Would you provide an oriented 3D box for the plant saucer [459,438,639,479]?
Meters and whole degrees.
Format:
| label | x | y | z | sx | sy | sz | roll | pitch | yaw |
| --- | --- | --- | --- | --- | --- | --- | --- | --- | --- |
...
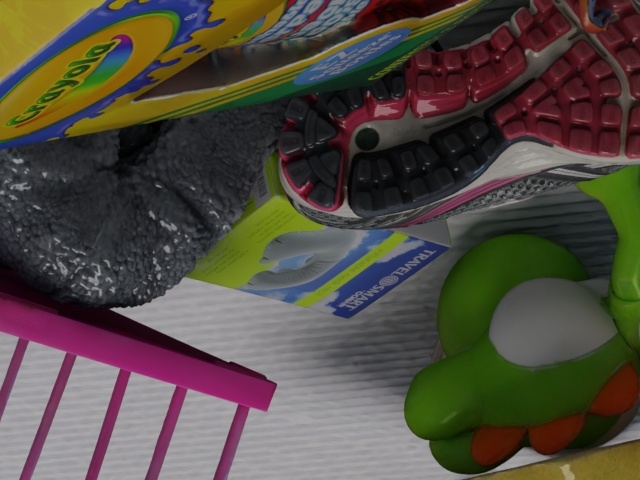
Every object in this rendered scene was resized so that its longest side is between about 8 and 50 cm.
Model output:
| label | x | y | z | sx | sy | sz | roll | pitch | yaw |
| --- | --- | --- | --- | --- | --- | --- | --- | --- | --- |
| plant saucer | 0.178 | 0.186 | 1.352 | 0.333 | 0.081 | 0.333 | -6 | 169 | -39 |

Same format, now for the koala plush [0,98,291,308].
| label | x | y | z | sx | sy | sz | roll | pitch | yaw |
| --- | --- | --- | --- | --- | --- | --- | --- | --- | --- |
| koala plush | -0.160 | -0.040 | 1.202 | 0.196 | 0.203 | 0.221 | 30 | 154 | -23 |

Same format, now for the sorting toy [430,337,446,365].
| label | x | y | z | sx | sy | sz | roll | pitch | yaw |
| --- | --- | --- | --- | --- | --- | --- | --- | --- | --- |
| sorting toy | 0.123 | 0.092 | 1.453 | 0.075 | 0.045 | 0.083 | 2 | 141 | -11 |

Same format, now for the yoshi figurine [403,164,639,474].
| label | x | y | z | sx | sy | sz | roll | pitch | yaw |
| --- | --- | --- | --- | --- | --- | --- | --- | --- | --- |
| yoshi figurine | 0.212 | 0.017 | 1.294 | 0.362 | 0.203 | 0.203 | -28 | 174 | 13 |

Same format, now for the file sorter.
| label | x | y | z | sx | sy | sz | roll | pitch | yaw |
| --- | --- | --- | --- | --- | --- | --- | --- | --- | --- |
| file sorter | -0.211 | 0.112 | 1.218 | 0.202 | 0.182 | 0.291 | 20 | 179 | -37 |

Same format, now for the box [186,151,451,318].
| label | x | y | z | sx | sy | sz | roll | pitch | yaw |
| --- | --- | --- | --- | --- | --- | --- | --- | --- | --- |
| box | 0.000 | 0.000 | 1.305 | 0.178 | 0.042 | 0.109 | 15 | 141 | -40 |

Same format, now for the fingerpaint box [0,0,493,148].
| label | x | y | z | sx | sy | sz | roll | pitch | yaw |
| --- | --- | --- | --- | --- | --- | --- | --- | --- | --- |
| fingerpaint box | 0.044 | -0.214 | 0.829 | 0.445 | 0.163 | 0.371 | -32 | 170 | 34 |

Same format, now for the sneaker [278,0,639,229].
| label | x | y | z | sx | sy | sz | roll | pitch | yaw |
| --- | --- | --- | --- | --- | --- | --- | --- | --- | --- |
| sneaker | 0.118 | -0.082 | 1.182 | 0.299 | 0.121 | 0.112 | -12 | 169 | -4 |

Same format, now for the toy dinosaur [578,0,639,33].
| label | x | y | z | sx | sy | sz | roll | pitch | yaw |
| --- | --- | --- | --- | --- | --- | --- | --- | --- | --- |
| toy dinosaur | 0.153 | -0.161 | 1.117 | 0.090 | 0.047 | 0.082 | 27 | 106 | 14 |
